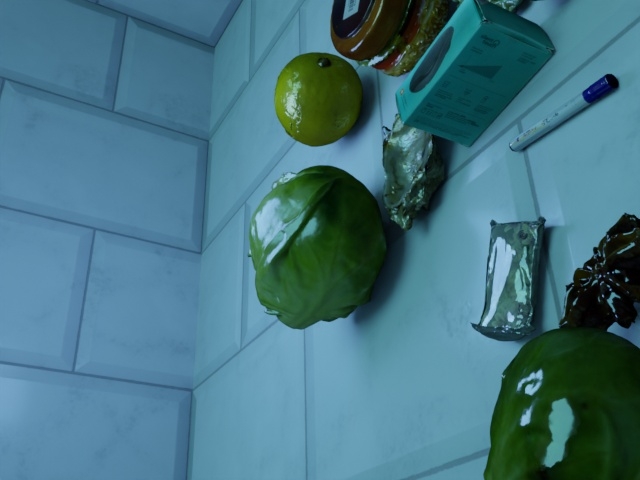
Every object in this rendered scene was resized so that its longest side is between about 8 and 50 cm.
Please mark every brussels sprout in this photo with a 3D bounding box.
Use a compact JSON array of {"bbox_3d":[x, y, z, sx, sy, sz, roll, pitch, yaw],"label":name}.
[{"bbox_3d":[0.389,0.317,1.077,0.314,0.275,0.372,11,88,67],"label":"brussels sprout"},{"bbox_3d":[0.000,-0.009,1.943,0.361,0.342,0.426,-54,43,50],"label":"brussels sprout"}]

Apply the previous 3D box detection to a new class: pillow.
[{"bbox_3d":[0.388,0.077,1.455,0.169,0.059,0.255,-12,65,61],"label":"pillow"}]

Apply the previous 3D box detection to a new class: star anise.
[{"bbox_3d":[0.483,0.067,1.177,0.190,0.125,0.220,-45,-11,-41],"label":"star anise"}]

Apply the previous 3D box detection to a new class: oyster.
[{"bbox_3d":[0.250,-0.203,1.830,0.221,0.096,0.361,-42,40,52],"label":"oyster"}]

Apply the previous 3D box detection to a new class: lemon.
[{"bbox_3d":[-0.008,-0.439,2.263,0.297,0.297,0.297,-39,43,50],"label":"lemon"}]

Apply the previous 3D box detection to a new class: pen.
[{"bbox_3d":[0.482,-0.252,1.466,0.269,0.033,0.033,-36,46,53],"label":"pen"}]

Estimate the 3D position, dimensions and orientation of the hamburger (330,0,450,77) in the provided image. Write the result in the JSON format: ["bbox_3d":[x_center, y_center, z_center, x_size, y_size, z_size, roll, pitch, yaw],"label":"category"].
[{"bbox_3d":[0.193,-0.621,1.992,0.330,0.250,0.330,-31,54,54],"label":"hamburger"}]

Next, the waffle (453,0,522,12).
[{"bbox_3d":[0.403,-0.661,1.719,0.309,0.056,0.292,65,146,34],"label":"waffle"}]

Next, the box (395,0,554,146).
[{"bbox_3d":[0.335,-0.373,1.630,0.311,0.205,0.118,-52,37,42],"label":"box"}]
